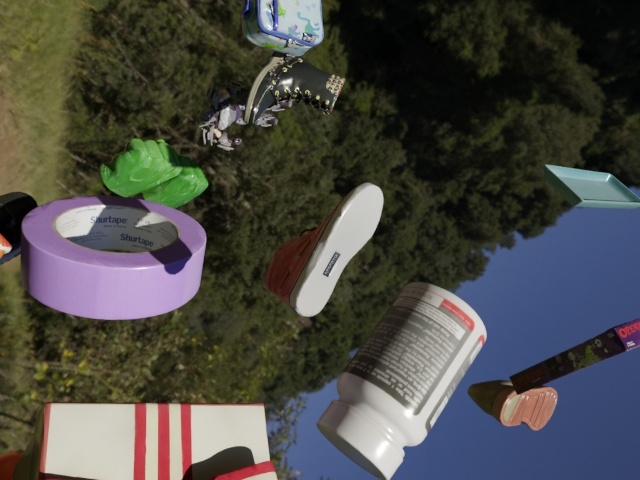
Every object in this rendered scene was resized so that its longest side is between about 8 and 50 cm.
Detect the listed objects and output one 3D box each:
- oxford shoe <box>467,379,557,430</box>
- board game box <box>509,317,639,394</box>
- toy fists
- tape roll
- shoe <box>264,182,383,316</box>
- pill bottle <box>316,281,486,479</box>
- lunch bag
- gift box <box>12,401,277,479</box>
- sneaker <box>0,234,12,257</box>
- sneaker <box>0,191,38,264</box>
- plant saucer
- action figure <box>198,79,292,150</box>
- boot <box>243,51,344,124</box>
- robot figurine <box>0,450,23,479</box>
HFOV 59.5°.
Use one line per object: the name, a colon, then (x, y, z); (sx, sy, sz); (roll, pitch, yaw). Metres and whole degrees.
oxford shoe: (0.595, 0.477, 1.702); (0.147, 0.397, 0.140); (21, -92, 47)
board game box: (0.540, 0.212, 1.085); (0.208, 0.056, 0.347); (-10, 156, -18)
toy fists: (-0.359, -0.150, 1.264); (0.142, 0.096, 0.279); (-22, 163, 11)
tape roll: (-0.328, 0.018, 0.903); (0.275, 0.275, 0.090); (-76, 179, -68)
shoe: (0.000, 0.000, 0.679); (0.081, 0.063, 0.178); (27, -97, 46)
pill bottle: (0.128, 0.219, 0.898); (0.283, 0.161, 0.161); (-50, -169, -22)
lunch bag: (-0.084, -0.516, 1.195); (0.090, 0.176, 0.218); (-9, -101, 52)
gift box: (-0.170, 0.317, 0.557); (0.258, 0.255, 0.276); (-47, -132, 42)
sneaker: (-0.422, 0.005, 0.660); (0.067, 0.064, 0.175); (-46, -153, -26)
sneaker: (-0.550, -0.015, 0.879); (0.124, 0.107, 0.283); (-58, 180, 39)
plant saucer: (0.352, -0.065, 0.720); (0.192, 0.067, 0.018); (-1, 135, -42)
action figure: (-0.210, -0.335, 1.466); (0.285, 0.099, 0.185); (-26, 152, -48)
boot: (-0.059, -0.331, 1.279); (0.236, 0.179, 0.085); (-65, -178, -29)
robot figurine: (-0.419, 0.327, 0.659); (0.220, 0.128, 0.158); (-9, 135, -37)
